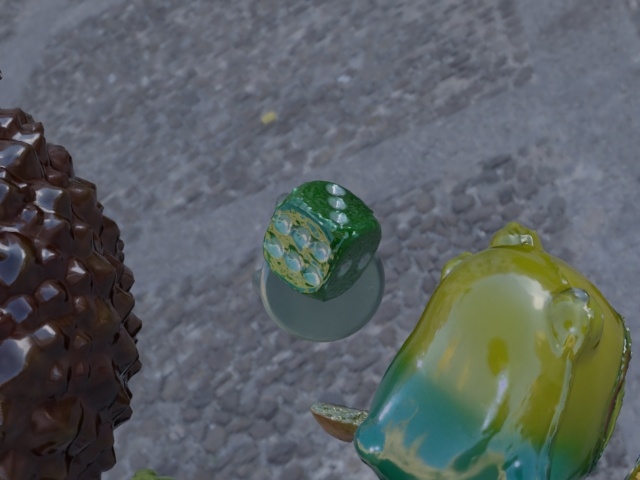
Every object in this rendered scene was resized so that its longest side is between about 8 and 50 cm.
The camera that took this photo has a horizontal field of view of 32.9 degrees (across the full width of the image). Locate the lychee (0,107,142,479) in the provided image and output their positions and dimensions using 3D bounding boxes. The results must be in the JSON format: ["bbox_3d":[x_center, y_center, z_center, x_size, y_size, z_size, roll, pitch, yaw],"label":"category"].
[{"bbox_3d":[-0.232,0.048,0.551,0.304,0.275,0.275,7,48,27],"label":"lychee"}]

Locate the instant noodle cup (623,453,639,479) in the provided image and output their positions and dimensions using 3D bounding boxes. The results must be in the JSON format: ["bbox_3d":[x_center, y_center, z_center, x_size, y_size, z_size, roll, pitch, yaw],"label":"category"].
[{"bbox_3d":[0.431,0.268,1.211,0.144,0.182,0.182,34,67,22],"label":"instant noodle cup"}]

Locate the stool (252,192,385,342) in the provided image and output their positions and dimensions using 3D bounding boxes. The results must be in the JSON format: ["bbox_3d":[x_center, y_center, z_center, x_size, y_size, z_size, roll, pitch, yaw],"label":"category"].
[{"bbox_3d":[-0.002,0.045,1.756,0.198,0.195,0.195,-104,30,-75],"label":"stool"}]

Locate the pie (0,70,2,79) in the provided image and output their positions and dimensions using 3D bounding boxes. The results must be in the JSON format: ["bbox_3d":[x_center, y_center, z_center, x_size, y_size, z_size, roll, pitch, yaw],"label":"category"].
[{"bbox_3d":[-0.498,-0.214,1.360,0.191,0.033,0.088,-16,62,2],"label":"pie"}]

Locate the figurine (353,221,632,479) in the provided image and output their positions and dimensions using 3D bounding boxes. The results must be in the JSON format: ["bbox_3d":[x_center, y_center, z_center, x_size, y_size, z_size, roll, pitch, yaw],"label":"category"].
[{"bbox_3d":[0.157,0.163,1.049,0.323,0.231,0.340,-122,49,-63],"label":"figurine"}]

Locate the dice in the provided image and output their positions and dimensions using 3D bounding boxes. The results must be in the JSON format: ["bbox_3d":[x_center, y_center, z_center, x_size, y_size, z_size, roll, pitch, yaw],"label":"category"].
[{"bbox_3d":[0.000,0.000,1.534,0.128,0.131,0.120,39,33,21],"label":"dice"}]

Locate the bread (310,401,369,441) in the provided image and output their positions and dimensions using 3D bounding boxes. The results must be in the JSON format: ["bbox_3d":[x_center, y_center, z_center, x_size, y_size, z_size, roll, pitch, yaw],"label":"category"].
[{"bbox_3d":[0.038,0.368,2.216,0.154,0.136,0.054,-40,28,54],"label":"bread"}]

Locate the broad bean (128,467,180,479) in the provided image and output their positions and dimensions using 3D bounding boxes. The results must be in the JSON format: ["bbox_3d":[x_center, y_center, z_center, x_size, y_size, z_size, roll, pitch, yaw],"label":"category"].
[{"bbox_3d":[-0.155,0.396,1.208,0.119,0.291,0.238,-22,-4,-9],"label":"broad bean"}]
